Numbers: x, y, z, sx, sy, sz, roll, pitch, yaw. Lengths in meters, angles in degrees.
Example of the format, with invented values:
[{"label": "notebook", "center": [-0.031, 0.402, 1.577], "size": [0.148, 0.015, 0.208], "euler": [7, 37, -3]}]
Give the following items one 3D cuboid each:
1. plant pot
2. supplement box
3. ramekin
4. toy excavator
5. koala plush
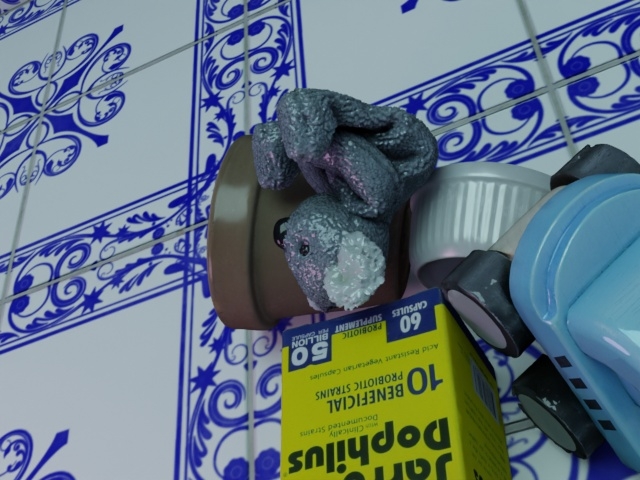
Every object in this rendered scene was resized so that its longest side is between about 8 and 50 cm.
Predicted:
[{"label": "plant pot", "center": [0.000, 0.000, 1.176], "size": [0.229, 0.263, 0.263], "euler": [6, 57, 13]}, {"label": "supplement box", "center": [0.084, 0.261, 0.920], "size": [0.194, 0.195, 0.356], "euler": [-18, 48, 19]}, {"label": "ramekin", "center": [0.201, 0.003, 1.054], "size": [0.207, 0.207, 0.109], "euler": [-1, 64, 31]}, {"label": "toy excavator", "center": [0.372, 0.137, 0.786], "size": [0.222, 0.433, 0.445], "euler": [-41, 17, -11]}, {"label": "koala plush", "center": [0.027, -0.028, 0.985], "size": [0.196, 0.203, 0.221], "euler": [151, 126, -73]}]
